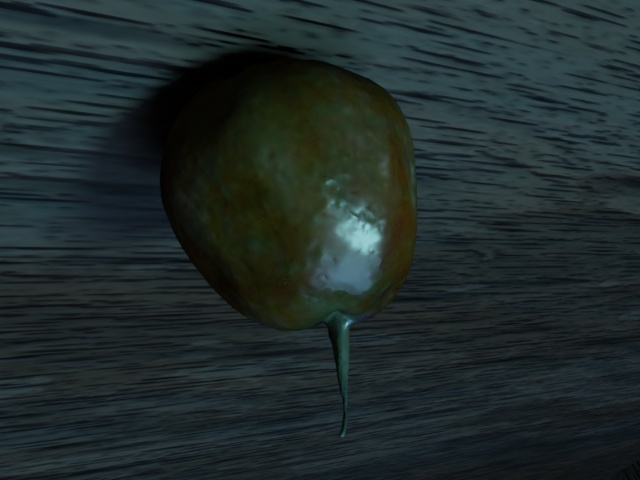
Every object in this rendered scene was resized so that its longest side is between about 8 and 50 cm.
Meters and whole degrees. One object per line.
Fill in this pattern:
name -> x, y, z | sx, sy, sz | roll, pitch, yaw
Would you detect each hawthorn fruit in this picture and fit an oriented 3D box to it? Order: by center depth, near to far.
hawthorn fruit -> -0.002, -0.012, 0.696 | 0.149, 0.189, 0.149 | -34, -173, 5
